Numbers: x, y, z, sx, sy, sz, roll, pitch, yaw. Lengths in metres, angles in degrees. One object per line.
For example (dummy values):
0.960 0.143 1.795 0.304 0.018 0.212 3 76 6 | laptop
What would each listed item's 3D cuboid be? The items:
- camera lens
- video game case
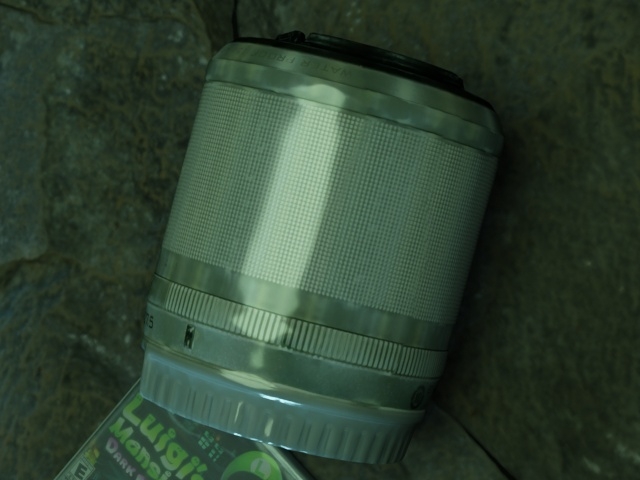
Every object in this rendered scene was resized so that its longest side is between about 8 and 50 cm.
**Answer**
0.000 0.000 1.115 0.219 0.219 0.274 15 91 25 | camera lens
-0.107 0.203 1.252 0.190 0.022 0.173 46 103 22 | video game case
